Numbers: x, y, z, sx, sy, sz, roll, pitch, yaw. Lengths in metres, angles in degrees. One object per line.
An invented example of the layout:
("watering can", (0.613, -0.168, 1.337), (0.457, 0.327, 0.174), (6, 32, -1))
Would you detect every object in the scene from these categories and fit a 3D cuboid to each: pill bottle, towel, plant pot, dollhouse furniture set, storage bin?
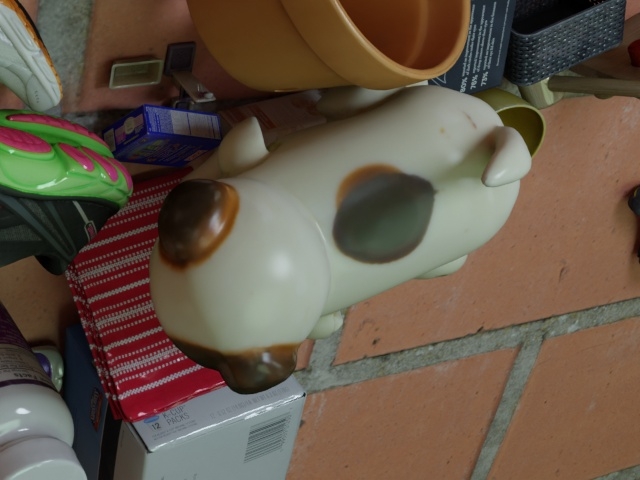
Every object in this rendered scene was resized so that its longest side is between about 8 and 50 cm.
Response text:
("pill bottle", (-0.381, 0.194, 1.617), (0.169, 0.301, 0.169), (-22, 137, -22))
("towel", (-0.194, 0.062, 1.711), (0.198, 0.275, 0.031), (-17, 175, -28))
("plant pot", (0.223, -0.157, 1.948), (0.134, 0.095, 0.134), (-18, 138, -17))
("dollhouse furniture set", (-0.180, -0.162, 1.629), (0.114, 0.081, 0.091), (-11, 132, -32))
("plant pot", (-0.005, -0.279, 1.509), (0.203, 0.291, 0.291), (-17, 156, 37))
("storage bin", (0.297, -0.290, 1.870), (0.180, 0.122, 0.084), (-25, 138, -20))

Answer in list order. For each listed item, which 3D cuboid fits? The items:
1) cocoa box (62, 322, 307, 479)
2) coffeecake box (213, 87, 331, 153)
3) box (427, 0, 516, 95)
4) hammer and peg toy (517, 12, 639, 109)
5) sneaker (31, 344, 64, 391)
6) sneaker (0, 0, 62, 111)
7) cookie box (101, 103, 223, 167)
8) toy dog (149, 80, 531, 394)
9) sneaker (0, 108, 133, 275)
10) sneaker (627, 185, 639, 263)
("cocoa box", (-0.194, 0.266, 1.878), (0.231, 0.228, 0.347), (-18, 140, -29))
("coffeecake box", (-0.040, -0.107, 1.804), (0.185, 0.068, 0.142), (-16, 135, -28))
("box", (0.124, -0.253, 1.773), (0.207, 0.108, 0.153), (-18, 136, -26))
("hammer and peg toy", (0.462, -0.240, 1.944), (0.361, 0.266, 0.127), (-30, 121, -15))
("sneaker", (-0.374, 0.205, 1.838), (0.071, 0.068, 0.170), (1, 117, -22))
("sneaker", (-0.360, -0.215, 1.437), (0.121, 0.099, 0.262), (-32, 133, 0))
("cookie box", (-0.183, -0.120, 1.663), (0.107, 0.040, 0.092), (4, 160, -41))
("toy dog", (0.000, 0.000, 1.545), (0.408, 0.395, 0.285), (-30, 116, -29))
("sneaker", (-0.407, -0.046, 1.471), (0.482, 0.185, 0.202), (13, 113, -44))
("sneaker", (0.579, 0.003, 2.389), (0.121, 0.111, 0.300), (-45, 139, 10))
